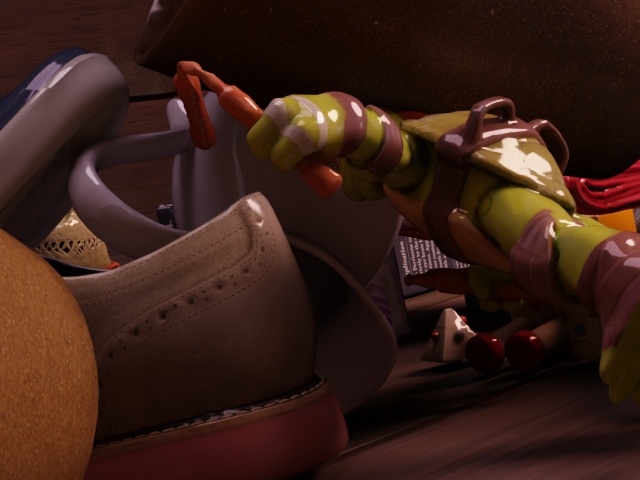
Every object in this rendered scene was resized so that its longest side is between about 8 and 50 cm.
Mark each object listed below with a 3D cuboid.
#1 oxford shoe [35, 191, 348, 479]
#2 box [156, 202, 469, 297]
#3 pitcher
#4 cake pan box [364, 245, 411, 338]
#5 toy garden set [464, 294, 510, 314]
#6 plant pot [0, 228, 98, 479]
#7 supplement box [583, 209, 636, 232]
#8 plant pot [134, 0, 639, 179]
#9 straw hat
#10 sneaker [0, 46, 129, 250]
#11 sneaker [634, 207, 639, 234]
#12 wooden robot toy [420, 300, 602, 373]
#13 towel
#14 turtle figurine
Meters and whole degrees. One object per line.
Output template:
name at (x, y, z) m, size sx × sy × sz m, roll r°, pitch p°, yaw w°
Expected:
oxford shoe at (-0.169, 0.060, 0.682) m, size 0.348 × 0.130 × 0.123 m, roll -11°, pitch 4°, yaw 2°
box at (0.000, 0.000, 1.278) m, size 0.207 × 0.108 × 0.153 m, roll -15°, pitch 6°, yaw -41°
pitcher at (-0.038, -0.026, 0.822) m, size 0.125 × 0.177 × 0.207 m, roll -46°, pitch 19°, yaw 26°
cake pan box at (-0.113, 0.063, 0.988) m, size 0.266 × 0.070 × 0.245 m, roll -6°, pitch 8°, yaw 44°
toy garden set at (0.241, 0.000, 1.028) m, size 0.244 × 0.049 × 0.204 m, roll -12°, pitch 4°, yaw -19°
plant pot at (-0.198, 0.048, 0.486) m, size 0.237 × 0.237 × 0.254 m, roll -8°, pitch -10°, yaw 34°
supplement box at (0.196, -0.002, 1.291) m, size 0.098 × 0.036 × 0.062 m, roll -9°, pitch 4°, yaw 37°
plant pot at (0.062, -0.126, 0.766) m, size 0.230 × 0.215 × 0.215 m, roll 28°, pitch -6°, yaw -14°
straw hat at (-0.152, 0.009, 0.935) m, size 0.144 × 0.061 × 0.144 m, roll -11°, pitch 5°, yaw 1°
sneaker at (-0.257, -0.006, 0.800) m, size 0.350 × 0.148 × 0.131 m, roll -39°, pitch -5°, yaw 11°
sneaker at (0.326, -0.035, 1.319) m, size 0.152 × 0.084 × 0.058 m, roll -52°, pitch 10°, yaw 46°
wooden robot toy at (0.116, 0.022, 0.823) m, size 0.173 × 0.079 × 0.076 m, roll -8°, pitch 4°, yaw 43°
towel at (0.108, -0.020, 1.030) m, size 0.274 × 0.031 × 0.199 m, roll -9°, pitch -2°, yaw 43°
turtle figurine at (0.080, -0.007, 0.660) m, size 0.217 × 0.087 × 0.269 m, roll 32°, pitch -1°, yaw 39°
